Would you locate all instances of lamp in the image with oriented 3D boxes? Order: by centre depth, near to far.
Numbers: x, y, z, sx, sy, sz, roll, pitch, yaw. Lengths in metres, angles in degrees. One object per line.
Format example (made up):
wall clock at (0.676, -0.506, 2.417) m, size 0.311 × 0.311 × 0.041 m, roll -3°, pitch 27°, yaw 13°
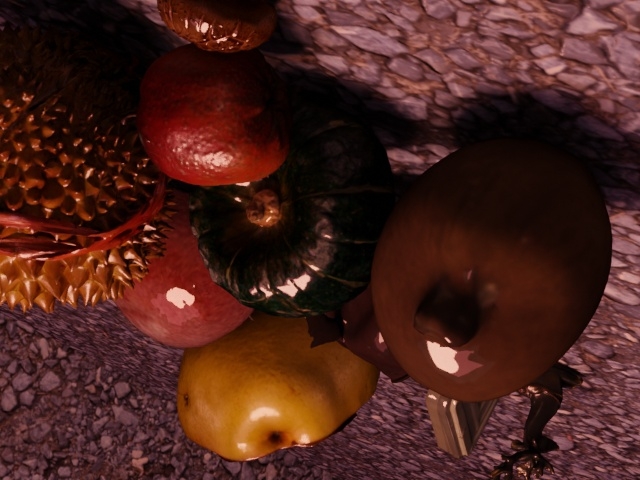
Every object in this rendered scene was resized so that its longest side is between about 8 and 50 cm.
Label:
lamp at (0.215, 0.126, 1.807) m, size 0.047 × 0.269 × 0.266 m, roll 24°, pitch 164°, yaw 19°

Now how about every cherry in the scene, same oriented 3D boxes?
cherry at (-0.212, 0.034, 2.141) m, size 0.307 × 0.221 × 0.261 m, roll 43°, pitch 147°, yaw -17°

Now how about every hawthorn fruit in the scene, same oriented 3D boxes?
hawthorn fruit at (-0.129, -0.133, 1.524) m, size 0.194 × 0.157 × 0.157 m, roll -2°, pitch 155°, yaw 20°

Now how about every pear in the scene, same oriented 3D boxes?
pear at (-0.084, 0.180, 2.300) m, size 0.340 × 0.191 × 0.386 m, roll -16°, pitch -164°, yaw 1°

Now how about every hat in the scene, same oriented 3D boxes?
hat at (0.063, 0.045, 1.830) m, size 0.209 × 0.238 × 0.336 m, roll 21°, pitch 173°, yaw -5°

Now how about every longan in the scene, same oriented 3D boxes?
longan at (0.176, 0.029, 1.524) m, size 0.243 × 0.300 × 0.300 m, roll 22°, pitch 164°, yaw 21°

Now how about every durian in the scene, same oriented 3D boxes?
durian at (-0.317, -0.085, 1.693) m, size 0.347 × 0.348 × 0.384 m, roll 12°, pitch 158°, yaw 28°

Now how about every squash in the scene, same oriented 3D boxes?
squash at (-0.033, -0.037, 1.645) m, size 0.252 × 0.252 × 0.165 m, roll 9°, pitch 179°, yaw 35°

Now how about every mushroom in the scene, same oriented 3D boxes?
mushroom at (-0.103, -0.228, 1.436) m, size 0.126 × 0.085 × 0.109 m, roll 11°, pitch 163°, yaw -19°

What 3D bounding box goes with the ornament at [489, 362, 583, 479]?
ornament at (0.288, 0.278, 2.230) m, size 0.202 × 0.236 × 0.080 m, roll 23°, pitch 157°, yaw -6°
